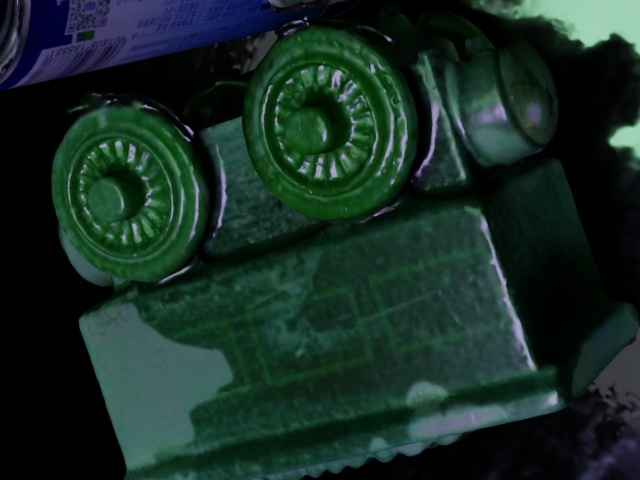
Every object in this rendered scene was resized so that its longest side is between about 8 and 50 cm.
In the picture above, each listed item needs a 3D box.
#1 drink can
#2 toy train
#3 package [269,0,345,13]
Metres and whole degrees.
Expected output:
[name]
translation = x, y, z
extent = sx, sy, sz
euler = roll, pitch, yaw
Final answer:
[drink can]
translation = -0.074, -0.129, 0.650
extent = 0.097, 0.235, 0.097
euler = 15, 115, 36
[toy train]
translation = 0.000, 0.000, 0.695
extent = 0.266, 0.145, 0.202
euler = -18, 93, 29
[package]
translation = 0.014, -0.195, 0.653
extent = 0.173, 0.171, 0.027
euler = 64, 156, 6
